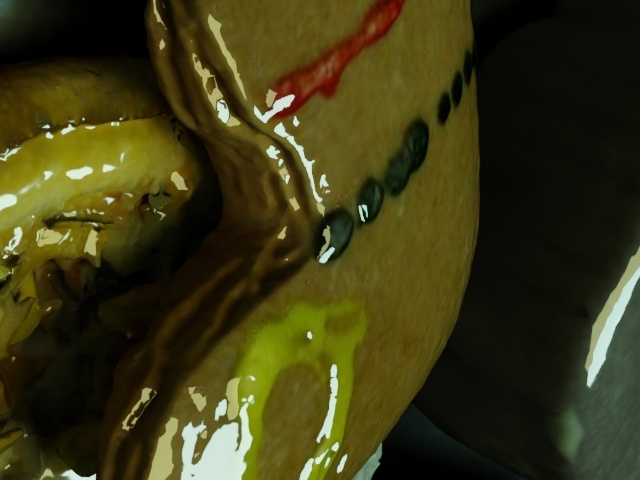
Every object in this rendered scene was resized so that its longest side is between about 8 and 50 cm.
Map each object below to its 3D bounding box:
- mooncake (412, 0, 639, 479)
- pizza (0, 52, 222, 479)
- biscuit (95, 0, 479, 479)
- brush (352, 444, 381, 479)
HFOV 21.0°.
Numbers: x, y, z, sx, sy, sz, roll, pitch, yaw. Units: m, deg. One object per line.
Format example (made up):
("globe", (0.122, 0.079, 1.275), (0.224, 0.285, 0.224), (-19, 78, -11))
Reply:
("mooncake", (0.172, -0.010, 0.939), (0.306, 0.154, 0.306), (-35, 138, -38))
("pizza", (-0.129, 0.051, 0.642), (0.251, 0.074, 0.288), (21, 93, -55))
("biscuit", (-0.004, -0.023, 0.664), (0.262, 0.052, 0.277), (-41, 133, -50))
("brush", (0.000, 0.000, 0.793), (0.070, 0.065, 0.327), (-30, 134, -37))
